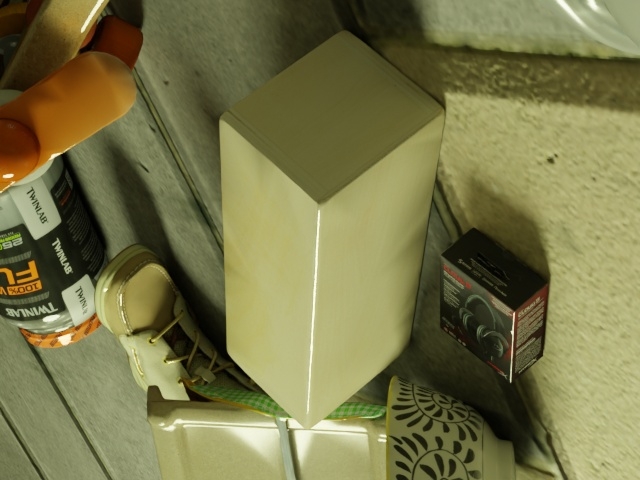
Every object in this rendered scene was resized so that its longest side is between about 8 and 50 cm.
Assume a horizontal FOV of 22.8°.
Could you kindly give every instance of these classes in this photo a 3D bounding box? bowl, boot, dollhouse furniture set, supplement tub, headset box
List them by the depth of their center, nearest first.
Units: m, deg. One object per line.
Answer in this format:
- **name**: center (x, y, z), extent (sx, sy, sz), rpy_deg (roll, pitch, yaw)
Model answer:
- **headset box**: center (0.104, 0.037, 0.954), extent (0.062, 0.032, 0.083), rpy_deg (39, 154, 29)
- **bowl**: center (0.092, 0.174, 1.070), extent (0.080, 0.170, 0.170), rpy_deg (-3, 136, 8)
- **dollhouse furniture set**: center (-0.015, 0.200, 1.271), extent (0.197, 0.151, 0.302), rpy_deg (2, 125, 12)
- **boot**: center (-0.109, 0.107, 1.378), extent (0.165, 0.077, 0.213), rpy_deg (38, 157, 31)
- **supplement tub**: center (-0.267, 0.000, 1.465), extent (0.117, 0.117, 0.190), rpy_deg (25, 144, 46)

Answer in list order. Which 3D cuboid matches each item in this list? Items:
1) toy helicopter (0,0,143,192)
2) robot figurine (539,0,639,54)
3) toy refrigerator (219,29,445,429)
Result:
- **toy helicopter**: center (-0.166, -0.140, 0.997), extent (0.140, 0.235, 0.355), rpy_deg (28, 142, -16)
- **robot figurine**: center (0.171, -0.122, 0.406), extent (0.353, 0.200, 0.300), rpy_deg (29, 153, 43)
- **toy refrigerator**: center (0.000, 0.000, 1.005), extent (0.094, 0.102, 0.269), rpy_deg (42, 155, 23)
